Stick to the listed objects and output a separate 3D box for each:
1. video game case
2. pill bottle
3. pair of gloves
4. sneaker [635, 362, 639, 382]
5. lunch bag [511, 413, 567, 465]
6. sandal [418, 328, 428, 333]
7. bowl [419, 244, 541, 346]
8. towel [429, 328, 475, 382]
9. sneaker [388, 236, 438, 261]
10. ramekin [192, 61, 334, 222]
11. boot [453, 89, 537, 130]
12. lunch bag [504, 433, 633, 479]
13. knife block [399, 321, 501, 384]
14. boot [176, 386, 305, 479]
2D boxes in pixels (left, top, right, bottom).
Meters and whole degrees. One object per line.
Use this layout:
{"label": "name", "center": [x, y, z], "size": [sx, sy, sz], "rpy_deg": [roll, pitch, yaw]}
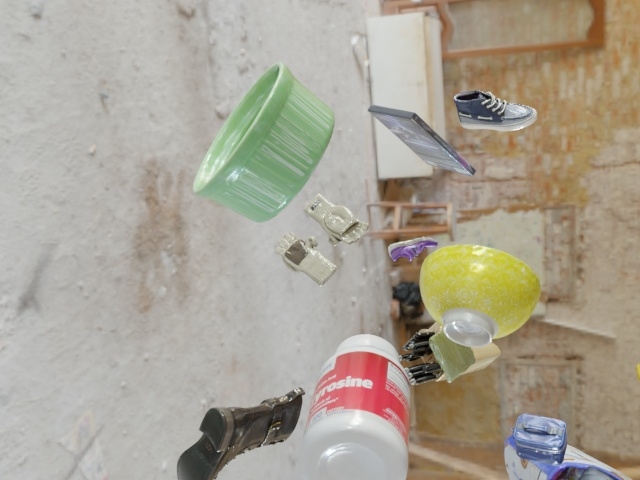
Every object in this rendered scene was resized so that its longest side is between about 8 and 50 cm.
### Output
{"label": "video game case", "center": [0.271, -0.268, 1.933], "size": [0.274, 0.196, 0.026], "rpy_deg": [36, 85, -34]}
{"label": "pill bottle", "center": [0.091, 0.390, 1.654], "size": [0.408, 0.229, 0.229], "rpy_deg": [-71, 155, -66]}
{"label": "pair of gloves", "center": [0.000, 0.000, 2.061], "size": [0.240, 0.204, 0.042], "rpy_deg": [-54, 151, -13]}
{"label": "sneaker", "center": [0.464, 0.231, 0.900], "size": [0.225, 0.092, 0.088], "rpy_deg": [65, 23, -6]}
{"label": "lunch bag", "center": [0.396, 0.357, 1.311], "size": [0.067, 0.098, 0.065], "rpy_deg": [-58, 143, -45]}
{"label": "sandal", "center": [0.384, 0.344, 2.282], "size": [0.049, 0.180, 0.072], "rpy_deg": [-61, -176, -35]}
{"label": "bowl", "center": [0.363, 0.157, 1.709], "size": [0.289, 0.289, 0.156], "rpy_deg": [68, 35, -47]}
{"label": "towel", "center": [0.349, 0.289, 1.894], "size": [0.110, 0.027, 0.148], "rpy_deg": [-36, 111, -24]}
{"label": "sneaker", "center": [0.312, 0.030, 2.409], "size": [0.068, 0.169, 0.071], "rpy_deg": [114, -37, -87]}
{"label": "ramekin", "center": [-0.106, -0.182, 1.416], "size": [0.148, 0.303, 0.303], "rpy_deg": [33, 46, -19]}
{"label": "boot", "center": [0.408, -0.309, 1.699], "size": [0.086, 0.190, 0.069], "rpy_deg": [57, 45, -43]}
{"label": "lunch bag", "center": [0.578, 0.585, 1.543], "size": [0.239, 0.385, 0.328], "rpy_deg": [-47, 180, -4]}
{"label": "knife block", "center": [0.356, 0.339, 2.003], "size": [0.088, 0.275, 0.242], "rpy_deg": [-54, -172, 41]}
{"label": "boot", "center": [-0.153, 0.416, 1.470], "size": [0.229, 0.091, 0.263], "rpy_deg": [2, 126, -46]}
